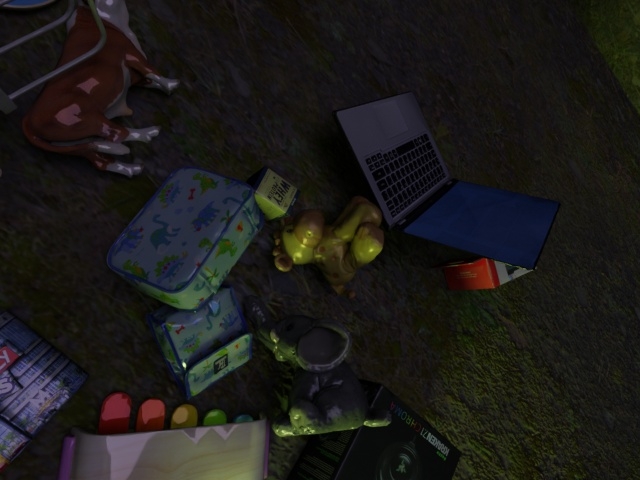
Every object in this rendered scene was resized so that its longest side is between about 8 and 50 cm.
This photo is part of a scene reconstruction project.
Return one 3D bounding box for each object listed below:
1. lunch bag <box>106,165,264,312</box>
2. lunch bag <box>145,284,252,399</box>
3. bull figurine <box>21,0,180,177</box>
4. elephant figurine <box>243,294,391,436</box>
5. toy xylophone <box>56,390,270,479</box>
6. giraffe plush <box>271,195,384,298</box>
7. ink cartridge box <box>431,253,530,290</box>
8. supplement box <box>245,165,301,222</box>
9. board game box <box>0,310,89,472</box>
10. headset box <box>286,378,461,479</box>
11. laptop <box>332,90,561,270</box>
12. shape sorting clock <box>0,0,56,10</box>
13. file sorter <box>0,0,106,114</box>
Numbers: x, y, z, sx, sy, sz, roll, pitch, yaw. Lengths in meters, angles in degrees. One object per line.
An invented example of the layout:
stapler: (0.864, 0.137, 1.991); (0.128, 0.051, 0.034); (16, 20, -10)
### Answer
lunch bag: (-0.208, -0.010, 0.644); (0.176, 0.090, 0.219); (17, 61, 20)
lunch bag: (-0.187, 0.162, 0.666); (0.129, 0.096, 0.151); (-27, 110, -35)
bull figurine: (-0.334, -0.255, 0.648); (0.188, 0.101, 0.310); (23, 69, -27)
elephant figurine: (-0.015, 0.201, 0.707); (0.186, 0.169, 0.239); (16, 59, -40)
toy xylophone: (-0.217, 0.363, 0.609); (0.322, 0.081, 0.236); (18, 72, -27)
giraffe plush: (0.000, 0.000, 0.789); (0.170, 0.181, 0.210); (20, 105, -16)
ink cartridge box: (0.404, 0.068, 1.015); (0.231, 0.134, 0.078); (-14, 89, -32)
supplement box: (-0.098, -0.083, 0.768); (0.083, 0.083, 0.056); (34, 66, -23)
board game box: (-0.446, 0.193, 0.517); (0.194, 0.060, 0.194); (47, 61, -16)
headset box: (0.089, 0.445, 0.751); (0.246, 0.131, 0.283); (44, 62, -16)
laptop: (0.292, -0.167, 0.880); (0.382, 0.236, 0.408); (-34, 100, -48)
shape sorting clock: (-0.498, -0.452, 0.623); (0.206, 0.040, 0.206); (6, 78, -30)
file sorter: (-0.430, -0.342, 0.479); (0.173, 0.193, 0.278); (-42, 90, -18)
